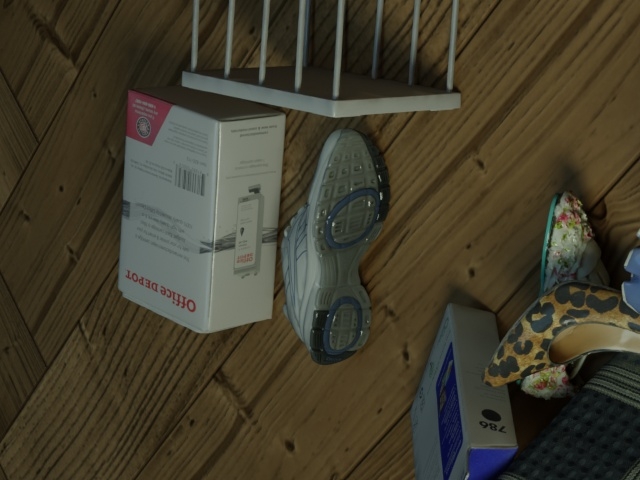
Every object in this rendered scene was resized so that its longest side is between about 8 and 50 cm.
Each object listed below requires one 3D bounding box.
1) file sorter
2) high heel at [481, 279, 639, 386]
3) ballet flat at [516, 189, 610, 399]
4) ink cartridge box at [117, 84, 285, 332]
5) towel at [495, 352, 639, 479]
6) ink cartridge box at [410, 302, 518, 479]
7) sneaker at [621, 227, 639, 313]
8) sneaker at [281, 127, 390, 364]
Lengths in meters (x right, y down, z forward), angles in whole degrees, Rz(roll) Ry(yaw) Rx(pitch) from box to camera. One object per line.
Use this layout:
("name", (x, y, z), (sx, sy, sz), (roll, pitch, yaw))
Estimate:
("file sorter", (0.002, -0.247, 2.078), (0.278, 0.193, 0.173), (15, 106, 48))
("high heel", (0.298, 0.121, 1.807), (0.261, 0.093, 0.186), (-36, 61, 12))
("ballet flat", (0.266, 0.062, 1.925), (0.077, 0.091, 0.241), (15, 116, 16))
("ink cartridge box", (-0.159, -0.046, 2.366), (0.207, 0.117, 0.283), (22, 113, 46))
("towel", (0.330, 0.253, 1.739), (0.324, 0.312, 0.056), (24, 149, 46))
("ink cartridge box", (0.151, 0.222, 1.949), (0.332, 0.065, 0.165), (-87, 13, -60))
("sneaker", (0.387, -0.036, 1.565), (0.182, 0.127, 0.315), (33, 128, 36))
("sneaker", (0.000, 0.000, 2.199), (0.129, 0.111, 0.297), (35, 122, 48))
